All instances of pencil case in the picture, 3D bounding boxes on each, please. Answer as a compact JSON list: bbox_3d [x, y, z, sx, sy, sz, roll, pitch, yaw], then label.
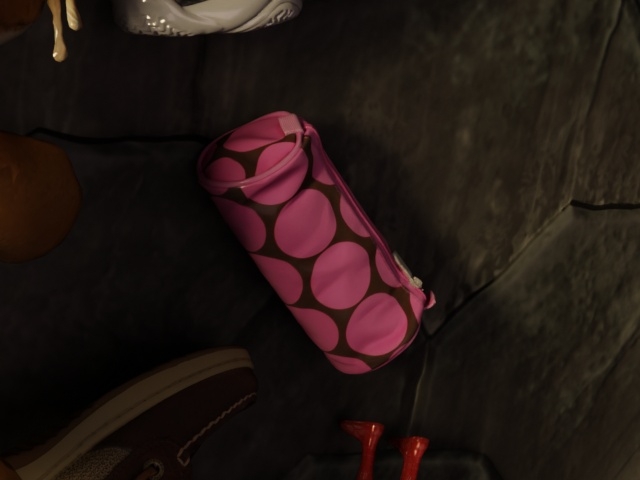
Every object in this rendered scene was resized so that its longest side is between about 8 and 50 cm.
[{"bbox_3d":[0.000,0.000,0.784,0.098,0.095,0.209,-26,123,16],"label":"pencil case"}]

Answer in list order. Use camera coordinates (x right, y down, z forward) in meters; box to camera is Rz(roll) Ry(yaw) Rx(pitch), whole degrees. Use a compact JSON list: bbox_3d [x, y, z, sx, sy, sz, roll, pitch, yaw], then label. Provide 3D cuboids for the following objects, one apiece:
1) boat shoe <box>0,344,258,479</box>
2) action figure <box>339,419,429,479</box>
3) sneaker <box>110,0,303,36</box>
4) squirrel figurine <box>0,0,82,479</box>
[{"bbox_3d":[-0.146,0.176,0.658,0.342,0.123,0.123,-27,83,-53],"label":"boat shoe"},{"bbox_3d":[0.004,0.299,0.874,0.091,0.139,0.280,23,68,-30],"label":"action figure"},{"bbox_3d":[-0.033,-0.232,0.702,0.268,0.101,0.153,-25,113,-30],"label":"sneaker"},{"bbox_3d":[-0.296,-0.082,0.482,0.397,0.281,0.371,19,85,-38],"label":"squirrel figurine"}]
